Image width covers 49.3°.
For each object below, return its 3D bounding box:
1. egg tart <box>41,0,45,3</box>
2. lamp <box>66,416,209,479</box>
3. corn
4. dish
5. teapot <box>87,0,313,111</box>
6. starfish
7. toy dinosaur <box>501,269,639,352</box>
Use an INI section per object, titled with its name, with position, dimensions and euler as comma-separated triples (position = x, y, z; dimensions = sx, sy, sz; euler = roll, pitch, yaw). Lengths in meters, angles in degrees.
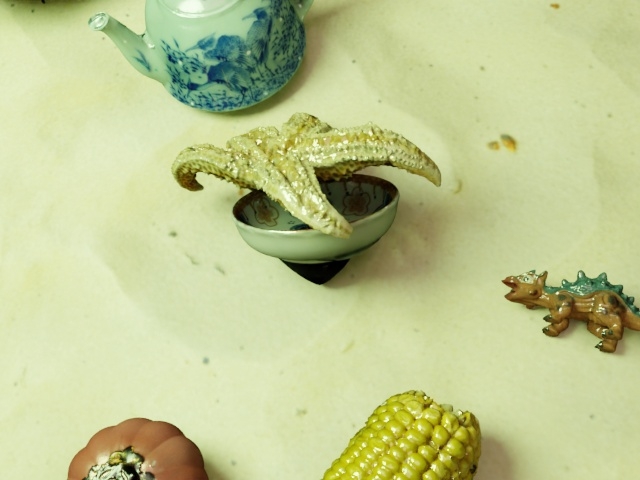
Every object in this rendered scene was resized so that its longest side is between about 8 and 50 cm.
[egg tart]
position = -0.321, -0.379, 0.793
dimensions = 0.290, 0.115, 0.290
euler = -4, 63, 8
[lamp]
position = -0.135, 0.185, 0.513
dimensions = 0.107, 0.092, 0.107
euler = -4, 64, 7
[corn]
position = 0.009, 0.222, 0.472
dimensions = 0.106, 0.106, 0.293
euler = 34, 74, 21
[dish]
position = 0.000, 0.000, 0.595
dimensions = 0.141, 0.078, 0.141
euler = -7, 22, 3
[teapot]
position = -0.096, -0.221, 0.668
dimensions = 0.232, 0.159, 0.159
euler = -28, 64, -5
[starfish]
position = -0.019, -0.064, 0.572
dimensions = 0.216, 0.071, 0.238
euler = -15, 30, 0
[toy dinosaur]
position = 0.218, 0.055, 0.549
dimensions = 0.154, 0.049, 0.055
euler = 12, 64, 19
